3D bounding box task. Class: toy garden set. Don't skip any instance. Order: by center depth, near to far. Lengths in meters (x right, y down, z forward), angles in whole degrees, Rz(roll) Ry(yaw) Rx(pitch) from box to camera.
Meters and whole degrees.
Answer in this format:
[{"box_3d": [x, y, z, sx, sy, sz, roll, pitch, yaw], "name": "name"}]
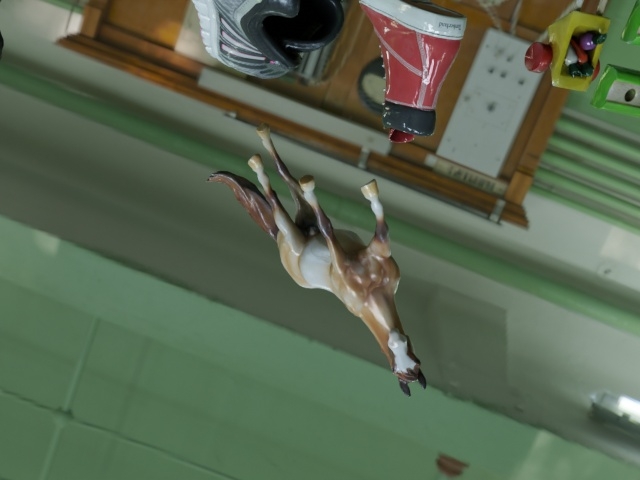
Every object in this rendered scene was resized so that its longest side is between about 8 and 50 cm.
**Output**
[{"box_3d": [0.312, -0.226, 0.763, 0.203, 0.244, 0.049, 5, -152, -25], "name": "toy garden set"}]

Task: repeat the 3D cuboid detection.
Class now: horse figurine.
[{"box_3d": [0.000, 0.000, 0.731, 0.066, 0.175, 0.263, -35, -144, -19], "name": "horse figurine"}]

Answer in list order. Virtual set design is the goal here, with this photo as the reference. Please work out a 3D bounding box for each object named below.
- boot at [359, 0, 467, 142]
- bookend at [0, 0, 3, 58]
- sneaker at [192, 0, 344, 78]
[{"box_3d": [0.095, -0.227, 1.090, 0.088, 0.176, 0.244, 3, -154, -19], "name": "boot"}, {"box_3d": [-0.150, -0.174, 0.296, 0.072, 0.157, 0.156, 5, 150, 7], "name": "bookend"}, {"box_3d": [-0.022, -0.120, 0.458, 0.074, 0.063, 0.170, 35, 176, 10], "name": "sneaker"}]
